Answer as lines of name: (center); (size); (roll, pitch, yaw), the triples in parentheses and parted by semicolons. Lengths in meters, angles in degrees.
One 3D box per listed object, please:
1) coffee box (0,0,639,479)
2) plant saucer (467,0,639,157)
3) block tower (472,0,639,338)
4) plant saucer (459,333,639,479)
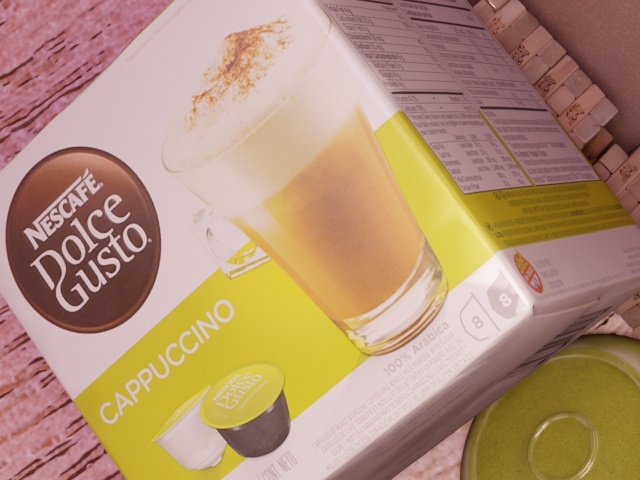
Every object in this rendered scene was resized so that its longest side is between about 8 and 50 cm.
coffee box: (0.000, 0.000, 1.359); (0.337, 0.338, 0.334); (-41, 77, 23)
plant saucer: (0.231, -0.169, 1.546); (0.311, 0.310, 0.050); (32, 53, 18)
block tower: (0.226, -0.060, 1.540); (0.335, 0.097, 0.091); (47, 56, 0)
plant saucer: (0.218, 0.187, 1.543); (0.241, 0.037, 0.241); (-18, 56, 29)
